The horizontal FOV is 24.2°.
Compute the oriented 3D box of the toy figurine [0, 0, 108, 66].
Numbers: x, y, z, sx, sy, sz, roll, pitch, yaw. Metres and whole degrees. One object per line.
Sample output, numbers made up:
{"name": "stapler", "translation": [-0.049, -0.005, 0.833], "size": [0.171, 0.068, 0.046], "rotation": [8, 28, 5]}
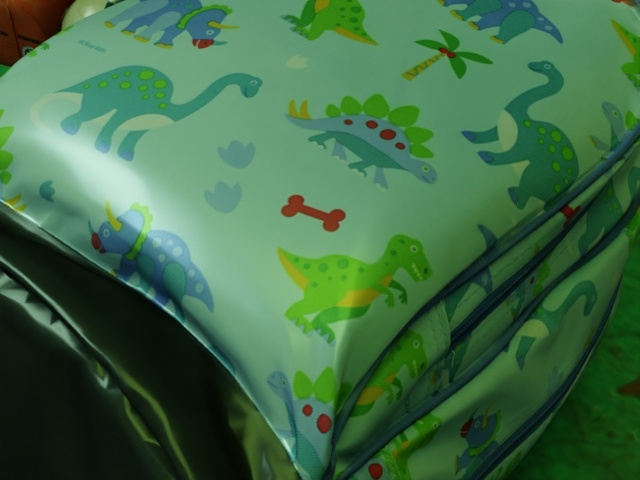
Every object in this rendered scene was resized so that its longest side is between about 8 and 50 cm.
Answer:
{"name": "toy figurine", "translation": [-0.098, -0.176, 0.811], "size": [0.148, 0.213, 0.209], "rotation": [17, 4, 17]}

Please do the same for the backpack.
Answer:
{"name": "backpack", "translation": [0.000, 0.000, 0.667], "size": [0.356, 0.273, 0.290], "rotation": [-18, 43, -43]}
